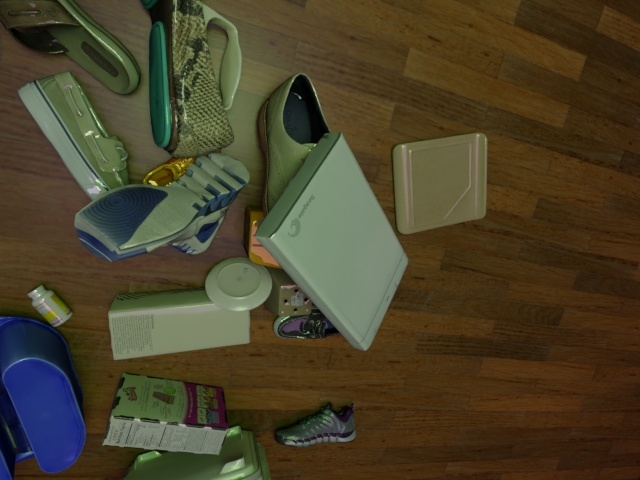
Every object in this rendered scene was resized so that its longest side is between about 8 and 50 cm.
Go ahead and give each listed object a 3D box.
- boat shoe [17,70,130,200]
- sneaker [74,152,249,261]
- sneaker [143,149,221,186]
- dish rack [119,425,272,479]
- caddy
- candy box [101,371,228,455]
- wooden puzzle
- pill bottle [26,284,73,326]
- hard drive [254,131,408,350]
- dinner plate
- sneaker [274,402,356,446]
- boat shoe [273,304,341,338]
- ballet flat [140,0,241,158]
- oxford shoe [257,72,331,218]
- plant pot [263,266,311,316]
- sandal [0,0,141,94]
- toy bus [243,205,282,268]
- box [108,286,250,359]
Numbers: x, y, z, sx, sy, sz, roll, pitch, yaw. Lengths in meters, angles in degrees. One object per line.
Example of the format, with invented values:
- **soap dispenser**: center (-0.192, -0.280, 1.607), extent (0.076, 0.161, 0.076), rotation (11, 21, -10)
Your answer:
- **boat shoe**: center (-0.405, -0.157, 0.726), extent (0.094, 0.109, 0.302), rotation (-33, 110, -9)
- **sneaker**: center (-0.267, -0.027, 0.744), extent (0.127, 0.315, 0.182), rotation (39, 133, 11)
- **sneaker**: center (-0.267, -0.146, 0.794), extent (0.175, 0.067, 0.064), rotation (-38, 111, -6)
- **dish rack**: center (-0.285, 0.507, 0.876), extent (0.333, 0.285, 0.072), rotation (-11, 88, -14)
- **caddy**: center (-0.597, 0.311, 0.760), extent (0.241, 0.179, 0.341), rotation (-17, 117, -33)
- **candy box**: center (-0.328, 0.375, 0.872), extent (0.233, 0.159, 0.071), rotation (18, 97, -21)
- **wooden puzzle**: center (0.294, -0.141, 0.991), extent (0.239, 0.044, 0.221), rotation (-10, 108, -10)
- **pill bottle**: center (-0.539, 0.128, 0.797), extent (0.043, 0.043, 0.083), rotation (-32, 112, -7)
- **hard drive**: center (0.050, 0.017, 0.735), extent (0.353, 0.047, 0.233), rotation (54, 56, -39)
- **dinner plate**: center (-0.174, 0.088, 0.857), extent (0.141, 0.141, 0.017), rotation (-4, 139, -17)
- **sneaker**: center (-0.013, 0.480, 1.061), extent (0.224, 0.083, 0.098), rotation (6, 80, -21)
- **boat shoe**: center (0.003, 0.206, 0.974), extent (0.228, 0.076, 0.080), rotation (-2, 106, -17)
- **ballet flat**: center (-0.234, -0.393, 0.698), extent (0.182, 0.164, 0.483), rotation (-17, 109, -34)
- **oxford shoe**: center (-0.034, -0.116, 0.758), extent (0.140, 0.146, 0.397), rotation (-12, 85, -24)
- **plant pot**: center (-0.068, 0.118, 0.916), extent (0.109, 0.096, 0.109), rotation (-1, 106, -17)
- **sandal**: center (-0.441, -0.346, 0.643), extent (0.303, 0.120, 0.086), rotation (36, 56, -24)
- **toy bus**: center (0.000, 0.000, 0.899), extent (0.333, 0.108, 0.130), rotation (2, 102, -18)
- **box**: center (-0.293, 0.169, 0.860), extent (0.275, 0.094, 0.113), rotation (-2, 105, -18)
